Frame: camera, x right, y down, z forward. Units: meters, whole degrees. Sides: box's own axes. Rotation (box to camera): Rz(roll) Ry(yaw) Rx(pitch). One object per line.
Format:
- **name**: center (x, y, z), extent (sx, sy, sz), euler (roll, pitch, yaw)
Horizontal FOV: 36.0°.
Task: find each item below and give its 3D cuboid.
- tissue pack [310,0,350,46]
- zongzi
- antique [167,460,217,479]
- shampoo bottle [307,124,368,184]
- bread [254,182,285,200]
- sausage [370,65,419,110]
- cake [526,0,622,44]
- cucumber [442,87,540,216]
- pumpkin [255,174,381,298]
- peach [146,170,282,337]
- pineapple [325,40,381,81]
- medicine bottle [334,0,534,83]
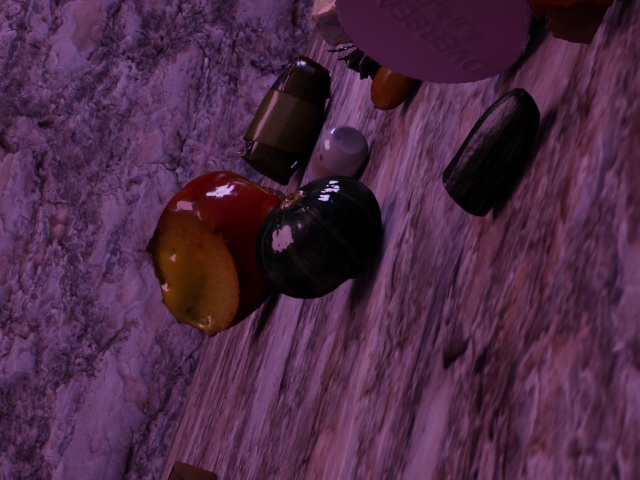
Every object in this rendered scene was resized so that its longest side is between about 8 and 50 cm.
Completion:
- **tissue pack**: center (0.085, -0.413, 1.464), extent (0.186, 0.090, 0.222), euler (-7, 62, 33)
- **zongzi**: center (-0.073, -0.287, 2.371), extent (0.289, 0.154, 0.317), euler (-61, 3, 2)
- **antique**: center (-0.280, 0.556, 1.799), extent (0.093, 0.087, 0.310), euler (-89, 22, -65)
- **shampoo bottle**: center (0.014, -0.100, 1.527), extent (0.192, 0.074, 0.074), euler (119, 169, -55)
- **bread**: center (-0.162, -0.009, 2.342), extent (0.178, 0.141, 0.266), euler (58, -144, -45)
- **sausage**: center (0.112, -0.232, 1.274), extent (0.183, 0.054, 0.062), euler (-58, 46, 47)
- **cake**: center (0.196, -0.282, 0.667), extent (0.287, 0.135, 0.098), euler (-62, -8, -13)
- **cucumber**: center (0.134, -0.071, 0.745), extent (0.048, 0.048, 0.105), euler (-80, 16, -53)
- **pumpkin**: center (-0.003, -0.002, 1.173), extent (0.167, 0.167, 0.125), euler (-88, -24, -66)
- **peach**: center (-0.210, 0.032, 1.965), extent (0.338, 0.281, 0.281), euler (-60, 9, 8)
- **pineapple**: center (0.103, -0.309, 1.316), extent (0.251, 0.125, 0.125), euler (123, 165, -46)
- **medicine bottle**: center (0.129, -0.305, 0.888), extent (0.178, 0.178, 0.291), euler (127, 163, -64)
